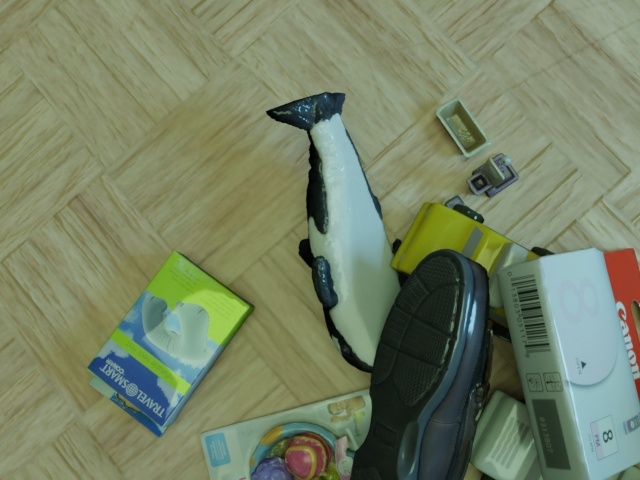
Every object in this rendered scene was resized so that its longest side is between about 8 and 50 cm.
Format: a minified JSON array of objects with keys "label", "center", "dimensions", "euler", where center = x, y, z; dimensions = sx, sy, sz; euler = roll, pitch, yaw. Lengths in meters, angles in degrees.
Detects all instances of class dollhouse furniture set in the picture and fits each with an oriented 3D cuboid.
[{"label":"dollhouse furniture set","center":[0.150,-0.096,0.700],"dimensions":[0.091,0.081,0.114],"euler":[-32,82,0]}]

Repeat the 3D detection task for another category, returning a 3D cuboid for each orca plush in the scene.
[{"label":"orca plush","center":[0.000,0.000,0.688],"dimensions":[0.102,0.151,0.287],"euler":[-11,109,40]}]

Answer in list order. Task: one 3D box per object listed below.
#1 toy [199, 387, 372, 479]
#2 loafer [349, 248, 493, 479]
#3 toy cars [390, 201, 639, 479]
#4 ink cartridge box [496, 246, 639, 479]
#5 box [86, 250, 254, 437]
[{"label":"toy","center":[-0.003,0.241,0.684],"dimensions":[0.237,0.056,0.137],"euler":[-16,81,2]},{"label":"loafer","center":[0.104,0.159,0.621],"dimensions":[0.095,0.109,0.303],"euler":[12,96,-30]},{"label":"toy cars","center":[0.207,0.133,0.650],"dimensions":[0.176,0.087,0.394],"euler":[-20,88,-2]},{"label":"ink cartridge box","center":[0.275,0.100,0.615],"dimensions":[0.232,0.066,0.189],"euler":[-7,82,-31]},{"label":"box","center":[-0.167,0.114,0.719],"dimensions":[0.109,0.042,0.178],"euler":[35,86,8]}]
